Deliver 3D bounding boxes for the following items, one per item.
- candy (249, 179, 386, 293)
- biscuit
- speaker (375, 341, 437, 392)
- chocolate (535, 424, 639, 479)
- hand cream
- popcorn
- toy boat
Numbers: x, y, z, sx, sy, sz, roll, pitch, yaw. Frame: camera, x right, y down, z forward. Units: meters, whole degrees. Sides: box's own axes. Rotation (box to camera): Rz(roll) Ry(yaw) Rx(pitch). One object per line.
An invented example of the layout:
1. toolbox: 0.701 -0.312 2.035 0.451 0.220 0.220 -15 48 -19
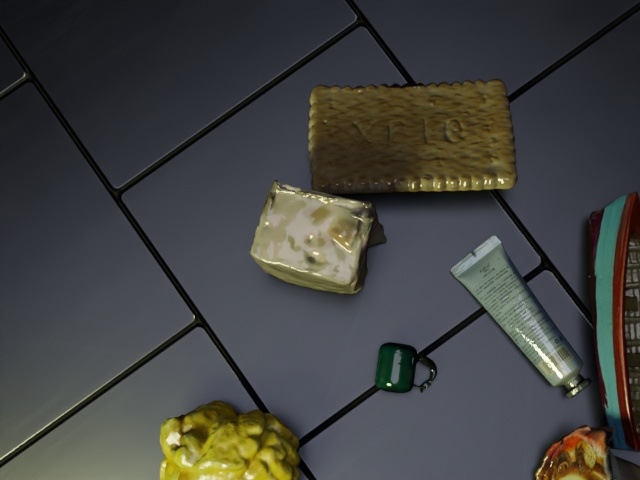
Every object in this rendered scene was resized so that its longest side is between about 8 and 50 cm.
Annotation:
1. candy: 0.000 0.000 1.723 0.184 0.195 0.137 14 83 7
2. biscuit: 0.142 -0.162 1.788 0.324 0.044 0.217 -3 59 2
3. speaker: 0.134 0.199 1.751 0.094 0.060 0.075 7 83 4
4. chocolate: 0.423 0.379 1.667 0.147 0.221 0.221 8 81 -20
5. hand cream: 0.320 0.123 1.760 0.091 0.058 0.271 -39 78 8
6. popcorn: -0.143 0.335 1.702 0.200 0.226 0.203 8 37 -28
7. toy boat: 0.462 0.123 1.728 0.079 0.136 0.392 -9 79 33
